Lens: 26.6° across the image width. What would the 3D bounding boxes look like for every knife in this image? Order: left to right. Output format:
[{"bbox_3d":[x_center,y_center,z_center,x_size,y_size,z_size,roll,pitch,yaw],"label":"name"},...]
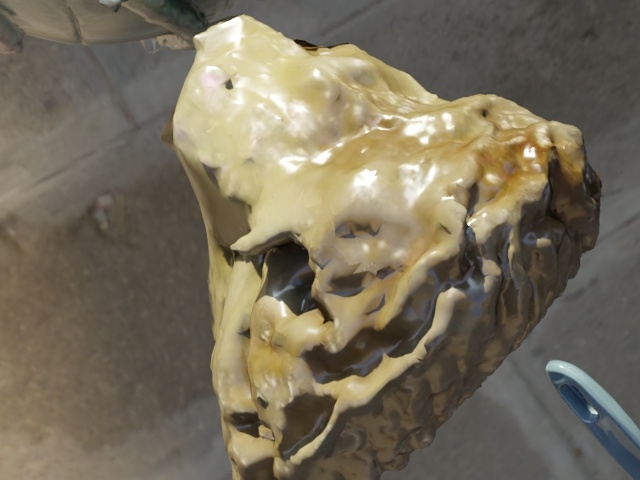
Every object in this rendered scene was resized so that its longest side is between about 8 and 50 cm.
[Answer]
[{"bbox_3d":[0.254,0.191,0.893,0.313,0.044,0.019,49,55,-12],"label":"knife"}]

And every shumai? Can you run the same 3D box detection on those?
[{"bbox_3d":[0.000,0.000,0.550,0.175,0.206,0.166,41,34,8],"label":"shumai"}]

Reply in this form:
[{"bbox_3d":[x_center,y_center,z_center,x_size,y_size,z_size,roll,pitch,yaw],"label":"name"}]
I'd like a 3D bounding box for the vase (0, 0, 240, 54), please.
[{"bbox_3d":[-0.115,-0.216,0.731,0.250,0.445,0.250,0,95,-4],"label":"vase"}]
